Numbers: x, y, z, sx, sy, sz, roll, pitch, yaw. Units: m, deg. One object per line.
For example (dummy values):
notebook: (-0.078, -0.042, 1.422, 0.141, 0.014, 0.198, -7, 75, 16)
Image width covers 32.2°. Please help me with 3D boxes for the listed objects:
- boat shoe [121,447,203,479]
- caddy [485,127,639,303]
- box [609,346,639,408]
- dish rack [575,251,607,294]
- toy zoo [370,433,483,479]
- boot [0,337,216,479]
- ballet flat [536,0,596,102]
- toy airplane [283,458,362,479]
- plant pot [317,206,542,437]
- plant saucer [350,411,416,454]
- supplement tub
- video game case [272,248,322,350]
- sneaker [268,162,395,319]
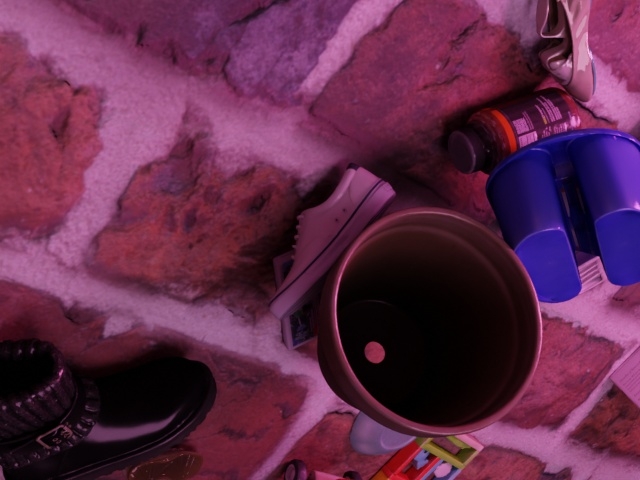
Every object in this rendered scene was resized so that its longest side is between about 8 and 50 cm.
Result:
boat shoe: (-0.258, 0.362, 1.802, 0.153, 0.048, 0.056, -1, 114, -45)
caddy: (0.388, -0.046, 1.699, 0.241, 0.179, 0.341, -15, 151, 13)
box: (0.772, 0.307, 2.470, 0.182, 0.119, 0.181, -47, 139, 8)
dish rack: (0.552, -0.015, 1.966, 0.333, 0.072, 0.285, -31, 163, 10)
toy zoo: (0.184, 0.488, 2.249, 0.293, 0.030, 0.192, -46, 139, 5)
boot: (-0.325, 0.212, 1.545, 0.348, 0.131, 0.260, -27, 137, -14)
ballet flat: (0.361, -0.304, 1.657, 0.086, 0.086, 0.248, -27, 131, -16)
toy airplane: (-0.041, 0.618, 2.006, 0.386, 0.272, 0.384, -21, 128, 2)
plant pot: (0.125, 0.146, 1.653, 0.323, 0.323, 0.280, -20, 170, -22)
plant saucer: (0.147, 0.344, 2.092, 0.195, 0.037, 0.195, -20, 135, -21)
supplement tub: (0.295, -0.163, 1.708, 0.198, 0.106, 0.106, -19, 135, -22)
video game case: (0.016, 0.068, 1.762, 0.183, 0.023, 0.201, -24, 137, -19)
sneaker: (0.000, 0.000, 1.639, 0.258, 0.091, 0.094, -50, 167, 3)
